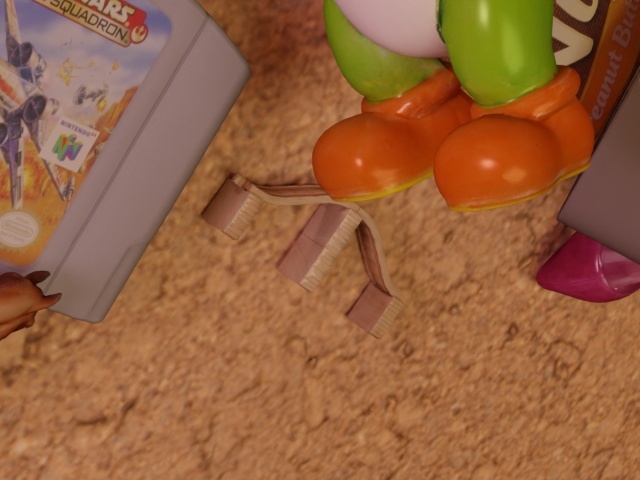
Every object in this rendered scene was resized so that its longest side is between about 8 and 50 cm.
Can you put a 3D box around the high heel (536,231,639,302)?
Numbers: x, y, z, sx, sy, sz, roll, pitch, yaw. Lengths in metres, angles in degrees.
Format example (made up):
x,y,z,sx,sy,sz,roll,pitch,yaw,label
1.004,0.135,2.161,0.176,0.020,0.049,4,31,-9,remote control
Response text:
x,y,z,sx,sy,sz,roll,pitch,yaw,label
0.262,-0.021,1.407,0.244,0.117,0.082,-41,113,-44,high heel

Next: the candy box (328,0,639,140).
x,y,z,sx,sy,sz,roll,pitch,yaw,label
0.157,-0.218,1.140,0.183,0.087,0.316,18,105,-47,candy box

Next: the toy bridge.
x,y,z,sx,sy,sz,roll,pitch,yaw,label
0.000,0.000,1.193,0.063,0.026,0.188,-55,138,-2,toy bridge

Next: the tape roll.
x,y,z,sx,sy,sz,roll,pitch,yaw,label
0.235,-0.092,1.221,0.219,0.072,0.219,-61,176,-8,tape roll

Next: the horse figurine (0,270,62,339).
x,y,z,sx,sy,sz,roll,pitch,yaw,label
-0.273,0.060,0.929,0.174,0.066,0.263,-42,141,25,horse figurine

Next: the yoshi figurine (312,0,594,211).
x,y,z,sx,sy,sz,roll,pitch,yaw,label
0.018,-0.191,0.946,0.204,0.203,0.362,-10,103,5,yoshi figurine

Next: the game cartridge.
x,y,z,sx,sy,sz,roll,pitch,yaw,label
-0.171,-0.081,0.967,0.297,0.062,0.198,24,104,-48,game cartridge
